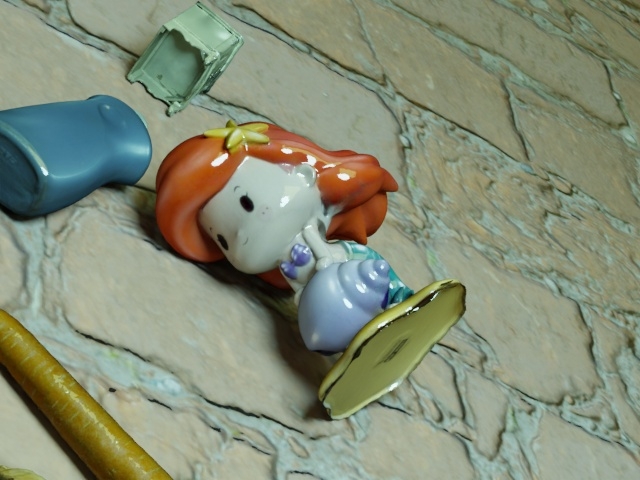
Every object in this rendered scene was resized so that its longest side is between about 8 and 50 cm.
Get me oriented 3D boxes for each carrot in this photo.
[{"bbox_3d":[-0.167,0.134,1.264,0.248,0.043,0.043,46,29,12],"label":"carrot"}]

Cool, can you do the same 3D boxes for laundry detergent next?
[{"bbox_3d":[-0.208,-0.079,1.491,0.096,0.061,0.206,39,26,13],"label":"laundry detergent"}]

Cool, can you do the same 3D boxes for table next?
[{"bbox_3d":[-0.130,-0.175,1.696,0.062,0.079,0.083,40,30,2],"label":"table"}]

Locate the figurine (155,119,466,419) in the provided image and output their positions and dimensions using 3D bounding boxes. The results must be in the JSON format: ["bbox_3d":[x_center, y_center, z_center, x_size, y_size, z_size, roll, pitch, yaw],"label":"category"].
[{"bbox_3d":[-0.007,0.006,1.523,0.208,0.181,0.257,-32,69,-19],"label":"figurine"}]

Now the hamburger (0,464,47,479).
[{"bbox_3d":[-0.193,0.220,0.900,0.146,0.243,0.286,1,59,-47],"label":"hamburger"}]
